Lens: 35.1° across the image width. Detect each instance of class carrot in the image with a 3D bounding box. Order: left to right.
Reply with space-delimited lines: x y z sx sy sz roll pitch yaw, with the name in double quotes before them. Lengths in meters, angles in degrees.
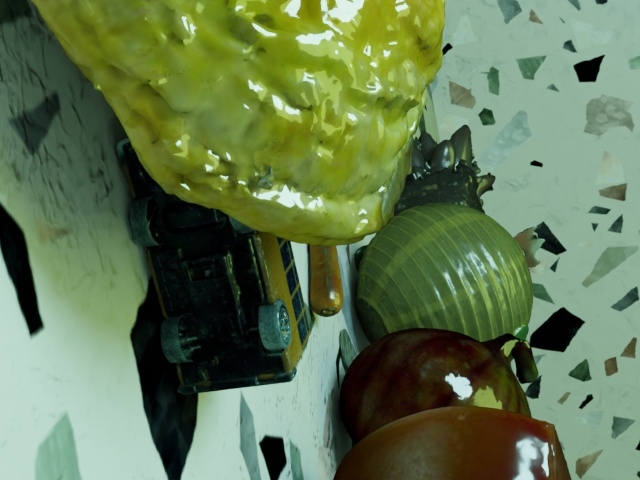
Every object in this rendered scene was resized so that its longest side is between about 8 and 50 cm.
"carrot" 0.000 0.000 1.150 0.037 0.037 0.190 61 19 -57

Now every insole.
"insole" 0.051 0.181 1.299 0.193 0.006 0.065 67 19 -47

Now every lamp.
"lamp" 0.184 0.058 1.367 0.250 0.284 0.250 52 -20 28

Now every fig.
"fig" 0.133 0.193 1.154 0.235 0.234 0.215 -16 127 -78

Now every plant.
"plant" 0.205 -0.064 1.752 0.321 0.194 0.182 -83 163 -45

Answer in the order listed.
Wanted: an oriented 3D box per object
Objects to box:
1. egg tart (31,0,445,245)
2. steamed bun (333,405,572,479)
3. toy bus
"egg tart" -0.031 -0.155 0.605 0.351 0.153 0.340 33 34 -33
"steamed bun" 0.125 0.332 0.961 0.379 0.248 0.235 65 23 -47
"toy bus" -0.067 0.002 0.698 0.103 0.091 0.182 -60 139 -69
